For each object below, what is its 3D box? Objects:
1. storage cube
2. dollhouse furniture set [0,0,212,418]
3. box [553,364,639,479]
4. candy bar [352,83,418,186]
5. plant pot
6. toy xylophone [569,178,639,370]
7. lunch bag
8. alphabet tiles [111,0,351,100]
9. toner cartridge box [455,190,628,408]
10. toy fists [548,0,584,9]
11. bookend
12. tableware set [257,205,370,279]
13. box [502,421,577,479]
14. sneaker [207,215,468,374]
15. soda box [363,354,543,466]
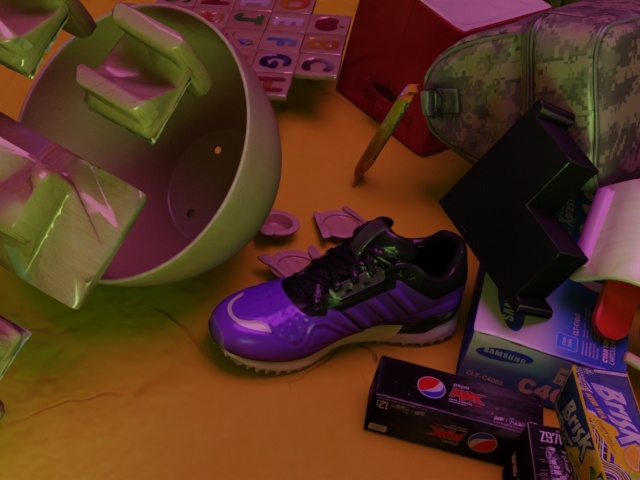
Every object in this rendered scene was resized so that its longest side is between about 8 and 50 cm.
[{"bbox_3d":[0.164,-0.259,1.510,0.215,0.193,0.183,-21,51,-38],"label":"storage cube"},{"bbox_3d":[-0.346,-0.077,1.047,0.394,0.256,0.362,29,83,11],"label":"dollhouse furniture set"},{"bbox_3d":[0.256,0.190,0.982,0.059,0.054,0.169,9,38,-9],"label":"box"},{"bbox_3d":[0.076,-0.128,1.349,0.018,0.161,0.040,34,43,2],"label":"candy bar"},{"bbox_3d":[-0.152,-0.078,1.163,0.284,0.284,0.191,40,7,28],"label":"plant pot"},{"bbox_3d":[0.407,0.070,1.150,0.322,0.081,0.236,33,72,-4],"label":"toy xylophone"},{"bbox_3d":[0.301,-0.186,1.338,0.256,0.213,0.305,16,27,42],"label":"lunch bag"},{"bbox_3d":[-0.136,-0.274,1.515,0.342,0.011,0.285,5,38,7],"label":"alphabet tiles"},{"bbox_3d":[0.266,0.041,1.275,0.165,0.075,0.348,17,39,4],"label":"toner cartridge box"},{"bbox_3d":[0.405,-0.441,1.891,0.279,0.096,0.142,36,33,26],"label":"toy fists"},{"bbox_3d":[0.228,-0.031,1.138,0.072,0.157,0.156,12,38,-48],"label":"bookend"},{"bbox_3d":[0.000,0.000,1.264,0.168,0.020,0.141,-7,34,-24],"label":"tableware set"},{"bbox_3d":[0.267,0.258,1.011,0.180,0.078,0.147,10,39,-7],"label":"box"},{"bbox_3d":[0.027,0.040,1.139,0.293,0.146,0.102,-8,45,-28],"label":"sneaker"},{"bbox_3d":[0.131,0.169,1.091,0.168,0.053,0.060,16,38,-1],"label":"soda box"}]
